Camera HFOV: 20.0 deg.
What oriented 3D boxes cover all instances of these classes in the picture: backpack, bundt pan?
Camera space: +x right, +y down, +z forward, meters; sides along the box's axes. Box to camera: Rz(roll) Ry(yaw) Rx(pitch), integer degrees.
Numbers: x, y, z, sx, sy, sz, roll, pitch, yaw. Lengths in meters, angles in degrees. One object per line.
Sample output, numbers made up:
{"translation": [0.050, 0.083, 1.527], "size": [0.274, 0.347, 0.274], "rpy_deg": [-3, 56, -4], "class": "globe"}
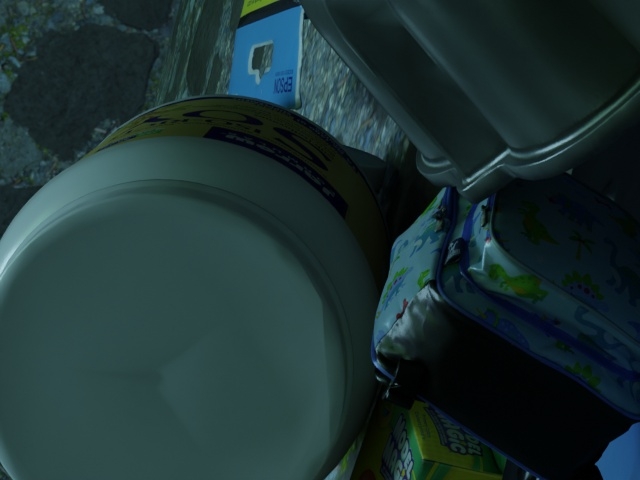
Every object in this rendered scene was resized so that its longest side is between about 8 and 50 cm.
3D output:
{"translation": [0.081, 0.021, 0.694], "size": [0.084, 0.105, 0.114], "rpy_deg": [-52, 15, 29], "class": "backpack"}
{"translation": [0.106, -0.179, 0.667], "size": [0.331, 0.124, 0.331], "rpy_deg": [-47, 14, 16], "class": "bundt pan"}

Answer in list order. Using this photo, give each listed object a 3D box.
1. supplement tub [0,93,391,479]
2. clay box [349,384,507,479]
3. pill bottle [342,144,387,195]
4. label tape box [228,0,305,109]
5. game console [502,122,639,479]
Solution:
{"translation": [-0.077, 0.043, 1.137], "size": [0.331, 0.241, 0.241], "rpy_deg": [-74, -1, -79], "class": "supplement tub"}
{"translation": [0.047, 0.165, 1.037], "size": [0.127, 0.053, 0.222], "rpy_deg": [-105, 29, -67], "class": "clay box"}
{"translation": [0.000, 0.000, 1.339], "size": [0.078, 0.078, 0.137], "rpy_deg": [-120, 44, -71], "class": "pill bottle"}
{"translation": [0.030, -0.258, 1.383], "size": [0.249, 0.115, 0.348], "rpy_deg": [-171, 91, -77], "class": "label tape box"}
{"translation": [0.162, 0.020, 0.672], "size": [0.386, 0.060, 0.342], "rpy_deg": [153, 128, -73], "class": "game console"}
